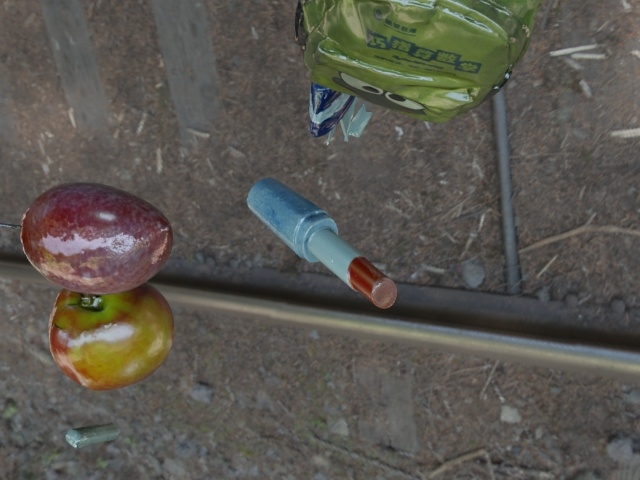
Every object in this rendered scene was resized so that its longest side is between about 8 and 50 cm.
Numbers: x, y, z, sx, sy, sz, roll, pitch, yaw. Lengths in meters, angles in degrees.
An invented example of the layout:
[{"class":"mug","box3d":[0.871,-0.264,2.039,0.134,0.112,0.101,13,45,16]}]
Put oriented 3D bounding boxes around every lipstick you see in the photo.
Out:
[{"class":"lipstick","box3d":[0.000,0.000,0.879,0.274,0.061,0.068,39,138,43]}]

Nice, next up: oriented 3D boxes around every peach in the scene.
[{"class":"peach","box3d":[-0.315,0.140,1.057,0.198,0.197,0.197,14,118,29]}]

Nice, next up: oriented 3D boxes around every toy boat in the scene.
[{"class":"toy boat","box3d":[0.036,-0.222,1.092,0.071,0.210,0.291,25,149,14]}]

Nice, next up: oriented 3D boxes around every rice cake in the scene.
[{"class":"rice cake","box3d":[-0.301,0.258,0.919,0.022,0.121,0.021,35,85,12]}]

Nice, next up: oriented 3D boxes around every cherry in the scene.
[{"class":"cherry","box3d":[-0.218,-0.002,0.570,0.226,0.107,0.090,0,89,25]}]

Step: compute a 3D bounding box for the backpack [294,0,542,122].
[{"class":"backpack","box3d":[0.082,-0.196,0.603,0.207,0.253,0.139,17,88,-3]}]
